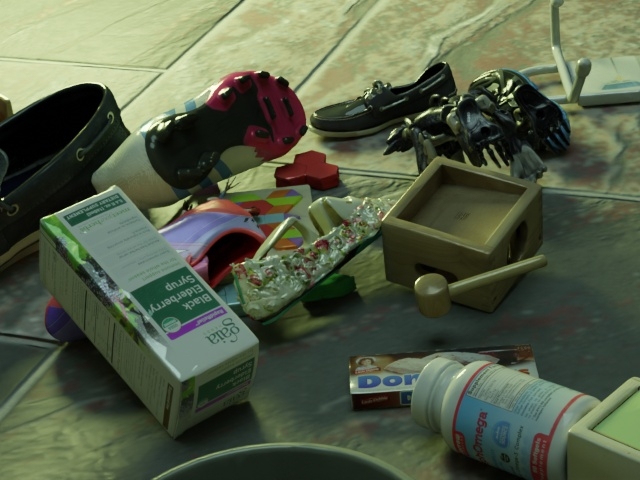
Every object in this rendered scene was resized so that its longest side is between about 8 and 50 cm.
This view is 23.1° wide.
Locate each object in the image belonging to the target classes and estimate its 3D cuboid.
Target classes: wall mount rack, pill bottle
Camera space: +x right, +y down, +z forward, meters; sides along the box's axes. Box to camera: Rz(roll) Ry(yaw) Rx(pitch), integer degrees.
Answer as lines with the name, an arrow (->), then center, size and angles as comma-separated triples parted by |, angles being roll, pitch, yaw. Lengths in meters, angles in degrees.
wall mount rack -> 0.414, -0.235, 1.997 | 0.350, 0.130, 0.304 | -5, 29, 2
pill bottle -> 0.163, 0.156, 1.376 | 0.160, 0.087, 0.087 | 17, 36, 35

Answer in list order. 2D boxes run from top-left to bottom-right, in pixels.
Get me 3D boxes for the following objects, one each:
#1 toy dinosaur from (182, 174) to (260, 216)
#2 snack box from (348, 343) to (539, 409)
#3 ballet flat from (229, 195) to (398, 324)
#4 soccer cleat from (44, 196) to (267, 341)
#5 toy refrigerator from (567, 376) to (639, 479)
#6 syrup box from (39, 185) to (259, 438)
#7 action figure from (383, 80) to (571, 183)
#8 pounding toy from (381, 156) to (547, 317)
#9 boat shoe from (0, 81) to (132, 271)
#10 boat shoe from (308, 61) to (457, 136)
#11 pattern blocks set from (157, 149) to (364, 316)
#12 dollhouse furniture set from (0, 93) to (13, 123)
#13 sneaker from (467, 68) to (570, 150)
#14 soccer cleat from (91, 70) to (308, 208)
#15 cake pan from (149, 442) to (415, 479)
toy dinosaur -> -0.112, -0.026, 1.769 | 0.082, 0.047, 0.090 | 12, 66, 14
snack box -> 0.117, 0.130, 1.498 | 0.178, 0.022, 0.064 | -4, 30, 2
ballet flat -> 0.000, 0.000, 1.637 | 0.241, 0.077, 0.091 | -36, 5, -38
soccer cleat -> -0.170, 0.036, 1.636 | 0.248, 0.083, 0.095 | -30, 41, -23
toy refrigerator -> 0.336, 0.205, 1.251 | 0.269, 0.094, 0.102 | 20, 38, 39
syrup box -> -0.168, 0.066, 1.507 | 0.093, 0.096, 0.237 | -27, 57, -31
action figure -> 0.175, -0.108, 1.811 | 0.164, 0.141, 0.276 | -22, 6, -13
pounding toy -> 0.154, 0.026, 1.619 | 0.181, 0.094, 0.206 | 17, 45, 27
boat shoe -> -0.406, -0.041, 1.765 | 0.187, 0.156, 0.500 | 22, 41, 38
boat shoe -> 0.079, -0.185, 2.030 | 0.206, 0.065, 0.075 | -14, 30, -14
pattern blocks set -> -0.066, -0.013, 1.784 | 0.285, 0.026, 0.325 | -14, 30, -14
dollhouse furniture set -> -0.554, -0.148, 2.000 | 0.262, 0.135, 0.259 | -25, 34, -31
sneaker -> 0.237, -0.164, 1.962 | 0.078, 0.067, 0.188 | -12, 32, -23
soccer cleat -> -0.144, -0.118, 1.859 | 0.143, 0.116, 0.331 | -24, 2, 34
cake pan -> -0.041, 0.267, 1.245 | 0.293, 0.054, 0.293 | -4, 29, 2
